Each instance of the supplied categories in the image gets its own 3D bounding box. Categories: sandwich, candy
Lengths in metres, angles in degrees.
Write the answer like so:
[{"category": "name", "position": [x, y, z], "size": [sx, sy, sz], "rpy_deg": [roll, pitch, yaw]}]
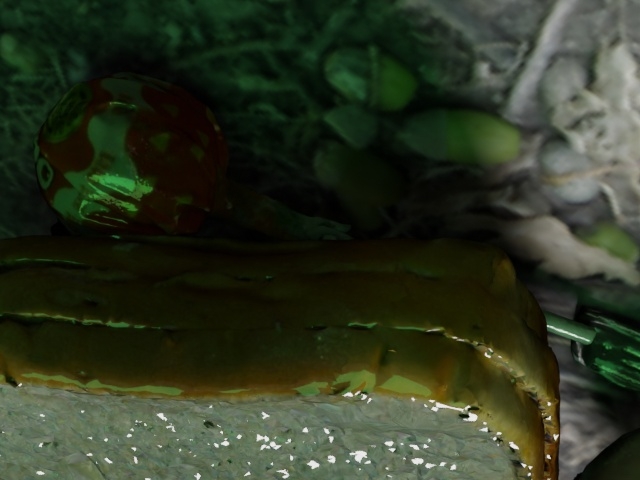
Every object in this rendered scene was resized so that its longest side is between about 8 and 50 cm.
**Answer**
[{"category": "sandwich", "position": [-0.031, 0.097, 0.884], "size": [0.301, 0.099, 0.271], "rpy_deg": [1, 150, 12]}, {"category": "candy", "position": [-0.001, 0.002, 0.863], "size": [0.288, 0.078, 0.084], "rpy_deg": [22, 120, -11]}]

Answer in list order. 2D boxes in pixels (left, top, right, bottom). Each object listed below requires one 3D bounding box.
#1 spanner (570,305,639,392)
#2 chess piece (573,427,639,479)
[{"category": "spanner", "position": [0.275, 0.105, 0.906], "size": [0.325, 0.026, 0.093], "rpy_deg": [22, 129, -4]}, {"category": "chess piece", "position": [0.209, 0.217, 0.945], "size": [0.143, 0.142, 0.261], "rpy_deg": [-1, 140, 14]}]
